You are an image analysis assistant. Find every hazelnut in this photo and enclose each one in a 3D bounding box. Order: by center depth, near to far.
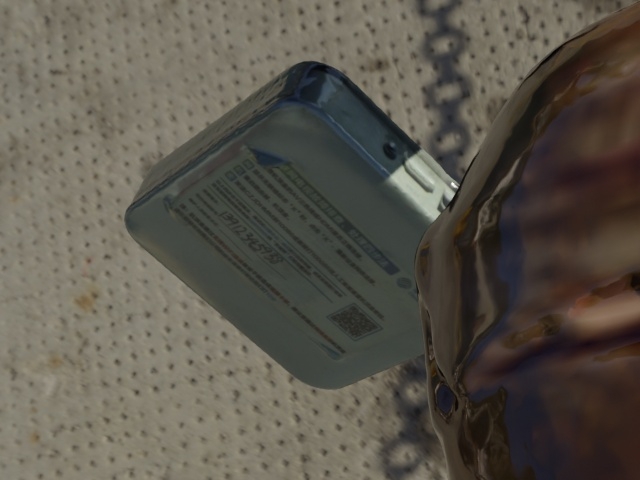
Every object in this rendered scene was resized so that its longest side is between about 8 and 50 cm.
[{"bbox_3d":[0.227,0.052,0.548,0.373,0.315,0.372,-1,68,2],"label":"hazelnut"}]

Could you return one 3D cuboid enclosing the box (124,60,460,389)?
[{"bbox_3d":[0.001,0.000,1.443,0.397,0.396,0.111,-28,28,43],"label":"box"}]
